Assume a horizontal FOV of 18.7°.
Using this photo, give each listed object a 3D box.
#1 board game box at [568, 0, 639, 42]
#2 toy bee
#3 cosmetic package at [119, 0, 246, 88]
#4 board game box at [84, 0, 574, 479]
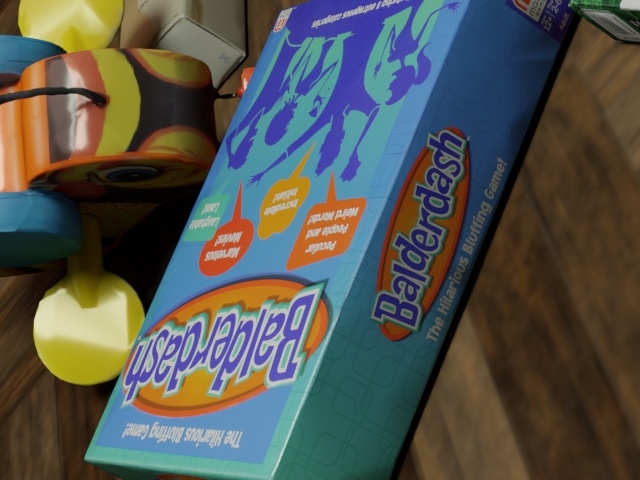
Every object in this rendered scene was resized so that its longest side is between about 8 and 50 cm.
[{"bbox_3d":[0.182,-0.177,0.617,0.260,0.030,0.136,-61,27,-3],"label":"board game box"},{"bbox_3d":[-0.101,-0.031,0.881,0.298,0.162,0.195,-148,57,-77],"label":"toy bee"},{"bbox_3d":[-0.071,-0.118,1.003,0.060,0.041,0.115,-45,28,27],"label":"cosmetic package"},{"bbox_3d":[0.000,0.000,0.735,0.160,0.047,0.210,-7,57,59],"label":"board game box"}]
